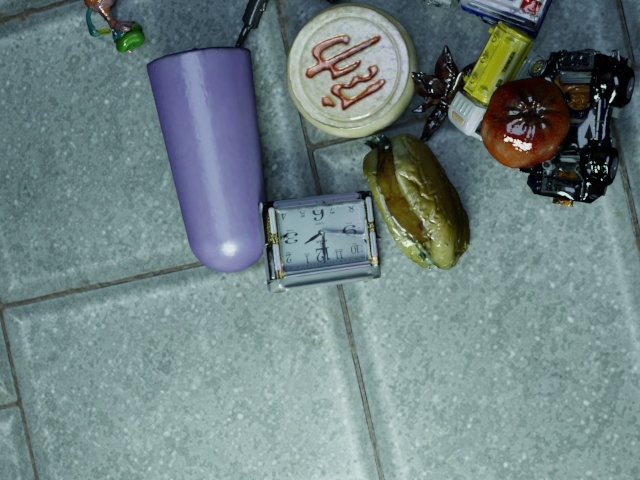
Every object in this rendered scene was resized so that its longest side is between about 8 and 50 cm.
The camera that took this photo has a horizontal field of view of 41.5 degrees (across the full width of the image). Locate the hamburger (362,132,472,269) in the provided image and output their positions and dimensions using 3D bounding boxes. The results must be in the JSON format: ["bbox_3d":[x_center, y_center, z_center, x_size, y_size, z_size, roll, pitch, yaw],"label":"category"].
[{"bbox_3d":[0.188,-0.079,1.651,0.133,0.211,0.308,-27,88,17],"label":"hamburger"}]

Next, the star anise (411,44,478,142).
[{"bbox_3d":[0.241,-0.307,1.677,0.212,0.053,0.157,-38,124,12],"label":"star anise"}]

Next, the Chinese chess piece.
[{"bbox_3d":[0.064,-0.344,1.714,0.270,0.112,0.269,1,94,13],"label":"Chinese chess piece"}]

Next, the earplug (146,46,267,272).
[{"bbox_3d":[-0.212,-0.159,1.744,0.215,0.215,0.455,-9,95,13],"label":"earplug"}]

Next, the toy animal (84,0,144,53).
[{"bbox_3d":[-0.470,-0.498,1.828,0.103,0.100,0.208,-34,99,-26],"label":"toy animal"}]

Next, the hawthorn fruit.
[{"bbox_3d":[0.368,-0.207,1.556,0.157,0.194,0.156,1,74,-5],"label":"hawthorn fruit"}]

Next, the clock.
[{"bbox_3d":[0.000,0.000,1.725,0.253,0.083,0.186,-7,92,-18],"label":"clock"}]

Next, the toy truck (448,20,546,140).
[{"bbox_3d":[0.332,-0.303,1.618,0.098,0.114,0.226,53,126,45],"label":"toy truck"}]

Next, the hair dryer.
[{"bbox_3d":[-0.088,-0.496,1.761,0.235,0.091,0.271,45,115,18],"label":"hair dryer"}]

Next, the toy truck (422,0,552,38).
[{"bbox_3d":[0.312,-0.495,1.629,0.268,0.155,0.124,23,98,11],"label":"toy truck"}]

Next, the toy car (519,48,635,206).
[{"bbox_3d":[0.486,-0.216,1.625,0.193,0.118,0.301,12,99,31],"label":"toy car"}]
